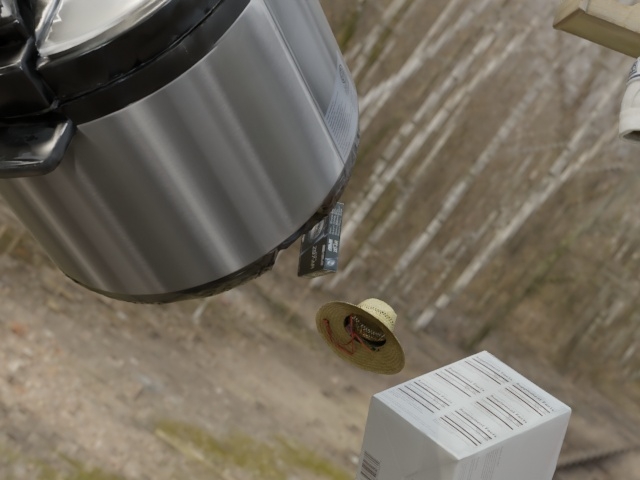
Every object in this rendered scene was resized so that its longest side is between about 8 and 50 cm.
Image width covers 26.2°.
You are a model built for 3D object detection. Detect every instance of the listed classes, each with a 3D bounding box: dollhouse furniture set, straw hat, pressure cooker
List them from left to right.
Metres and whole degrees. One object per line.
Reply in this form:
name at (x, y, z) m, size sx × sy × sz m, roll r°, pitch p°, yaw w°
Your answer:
pressure cooker at (-0.181, -0.194, 1.267) m, size 0.370 × 0.375 × 0.420 m, roll 50°, pitch -7°, yaw 41°
straw hat at (0.066, 0.111, 1.838) m, size 0.144 × 0.061 × 0.144 m, roll 26°, pitch -35°, yaw 20°
dollhouse furniture set at (0.451, -0.397, 1.950) m, size 0.161 × 0.242 × 0.212 m, roll 19°, pitch -9°, yaw -9°

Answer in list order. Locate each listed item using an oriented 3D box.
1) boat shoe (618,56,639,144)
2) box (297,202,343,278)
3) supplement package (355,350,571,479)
boat shoe at (0.532, -0.106, 1.641) m, size 0.367 × 0.157 × 0.136 m, roll 17°, pitch -12°, yaw 15°
box at (0.000, 0.000, 1.613) m, size 0.018 × 0.083 × 0.067 m, roll 13°, pitch -14°, yaw -27°
supplement package at (0.165, 0.271, 1.668) m, size 0.203 × 0.194 × 0.149 m, roll -15°, pitch 37°, yaw -40°
